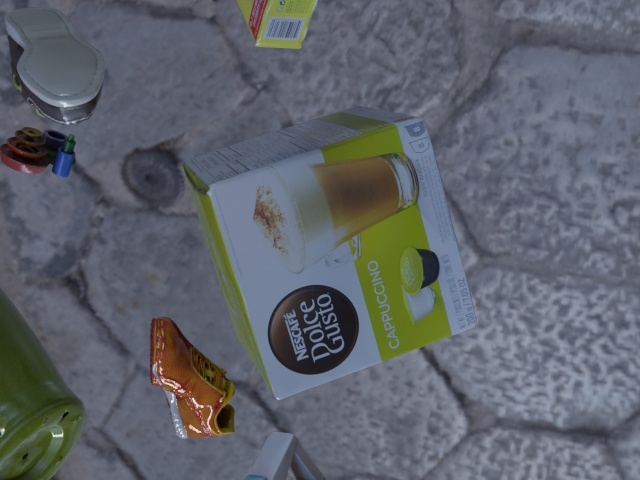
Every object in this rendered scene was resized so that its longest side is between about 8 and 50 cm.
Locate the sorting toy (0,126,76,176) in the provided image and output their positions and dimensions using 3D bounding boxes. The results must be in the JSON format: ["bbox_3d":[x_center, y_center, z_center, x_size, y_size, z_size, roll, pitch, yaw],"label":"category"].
[{"bbox_3d":[-0.267,-0.093,1.004,0.061,0.102,0.042,26,109,7],"label":"sorting toy"}]

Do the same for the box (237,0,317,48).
[{"bbox_3d":[-0.069,-0.318,1.141,0.058,0.232,0.087,-3,141,-26],"label":"box"}]

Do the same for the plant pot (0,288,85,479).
[{"bbox_3d":[-0.577,0.242,1.636,0.353,0.366,0.366,36,137,20],"label":"plant pot"}]

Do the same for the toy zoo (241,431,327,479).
[{"bbox_3d":[-0.031,0.329,1.045,0.030,0.192,0.293,1,141,28],"label":"toy zoo"}]

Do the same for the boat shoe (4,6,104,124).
[{"bbox_3d":[-0.374,-0.231,1.440,0.117,0.324,0.096,-11,125,-23],"label":"boat shoe"}]

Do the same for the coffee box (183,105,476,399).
[{"bbox_3d":[0.000,0.000,1.620,0.334,0.338,0.337,-19,105,-10],"label":"coffee box"}]

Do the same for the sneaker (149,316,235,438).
[{"bbox_3d":[-0.116,0.122,0.942,0.067,0.064,0.175,-8,142,5],"label":"sneaker"}]
